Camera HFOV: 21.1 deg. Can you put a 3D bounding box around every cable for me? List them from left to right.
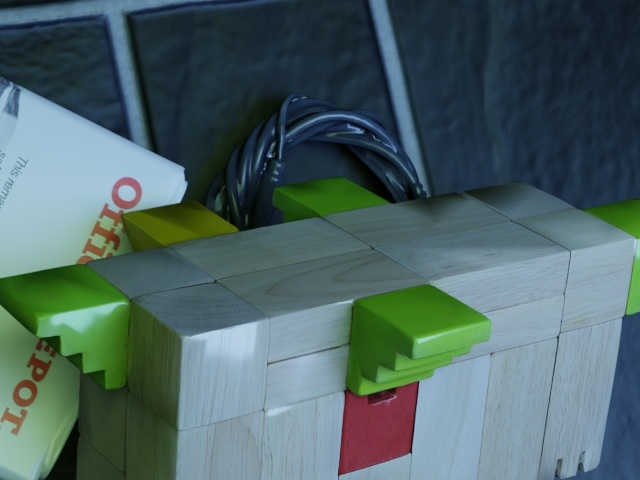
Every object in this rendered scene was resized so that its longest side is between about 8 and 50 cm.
[{"bbox_3d":[0.000,0.000,1.051,0.150,0.047,0.185,-16,85,-12],"label":"cable"}]

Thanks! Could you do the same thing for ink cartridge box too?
[{"bbox_3d":[-0.240,-0.002,0.947,0.272,0.115,0.198,27,73,-7],"label":"ink cartridge box"}]

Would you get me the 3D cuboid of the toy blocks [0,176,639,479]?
[{"bbox_3d":[0.017,0.123,0.927,0.381,0.190,0.261,-11,117,-34],"label":"toy blocks"}]
